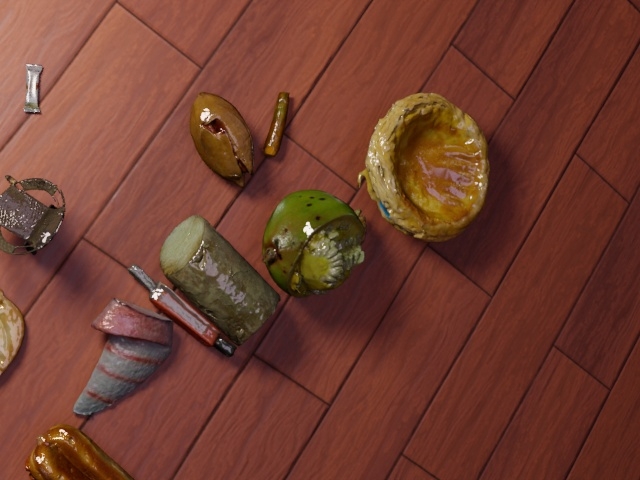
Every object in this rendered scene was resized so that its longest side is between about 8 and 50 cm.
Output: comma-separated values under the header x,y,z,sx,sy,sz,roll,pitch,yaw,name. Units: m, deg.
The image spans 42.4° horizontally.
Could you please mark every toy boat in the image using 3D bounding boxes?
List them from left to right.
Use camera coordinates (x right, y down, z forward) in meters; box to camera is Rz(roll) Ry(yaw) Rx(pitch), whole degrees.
x,y,z,sx,sy,sz,roll,pitch,yaw,name
-0.460,0.284,1.889,0.206,0.096,0.282,27,89,-34,toy boat

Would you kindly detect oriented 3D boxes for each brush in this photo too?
x,y,z,sx,sy,sz,roll,pitch,yaw,name
-0.330,0.171,1.943,0.323,0.070,0.051,43,73,-13,brush

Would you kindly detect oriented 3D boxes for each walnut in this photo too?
x,y,z,sx,sy,sz,roll,pitch,yaw,name
-0.232,-0.238,1.957,0.137,0.137,0.245,-30,109,-19,walnut

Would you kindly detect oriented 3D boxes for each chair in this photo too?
x,y,z,sx,sy,sz,roll,pitch,yaw,name
-0.628,-0.050,1.754,0.149,0.213,0.174,36,76,-23,chair

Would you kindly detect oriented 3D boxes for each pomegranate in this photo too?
x,y,z,sx,sy,sz,roll,pitch,yaw,name
0.000,0.000,1.995,0.340,0.260,0.261,-20,98,-52,pomegranate

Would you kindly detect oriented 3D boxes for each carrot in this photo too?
x,y,z,sx,sy,sz,roll,pitch,yaw,name
-0.108,-0.290,2.053,0.042,0.042,0.171,15,81,-21,carrot

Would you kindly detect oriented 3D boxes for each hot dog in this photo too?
x,y,z,sx,sy,sz,roll,pitch,yaw,name
-0.513,0.558,1.837,0.349,0.117,0.158,51,45,-21,hot dog

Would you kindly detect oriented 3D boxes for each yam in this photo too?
x,y,z,sx,sy,sz,roll,pitch,yaw,name
-0.237,0.096,1.933,0.304,0.168,0.168,46,74,-17,yam

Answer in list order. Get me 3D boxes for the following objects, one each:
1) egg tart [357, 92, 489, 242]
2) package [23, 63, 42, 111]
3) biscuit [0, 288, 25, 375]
x,y,z,sx,sy,sz,roll,pitch,yaw,name
0.265,-0.187,2.131,0.387,0.169,0.388,1,88,-25,egg tart
-0.646,-0.342,1.852,0.037,0.015,0.110,3,87,-16,package
-0.760,0.221,1.788,0.203,0.041,0.260,24,81,-23,biscuit
